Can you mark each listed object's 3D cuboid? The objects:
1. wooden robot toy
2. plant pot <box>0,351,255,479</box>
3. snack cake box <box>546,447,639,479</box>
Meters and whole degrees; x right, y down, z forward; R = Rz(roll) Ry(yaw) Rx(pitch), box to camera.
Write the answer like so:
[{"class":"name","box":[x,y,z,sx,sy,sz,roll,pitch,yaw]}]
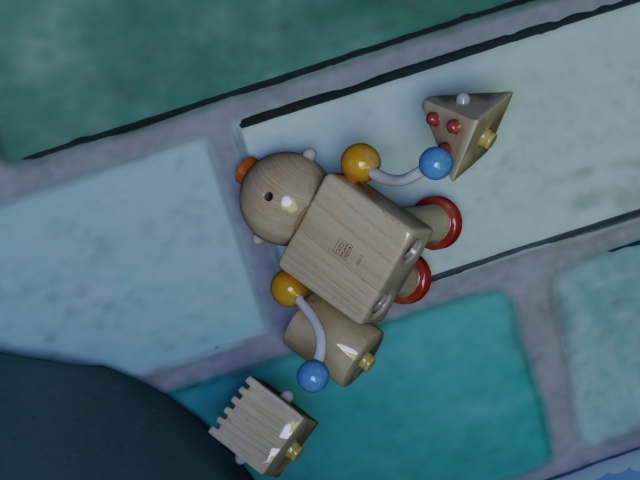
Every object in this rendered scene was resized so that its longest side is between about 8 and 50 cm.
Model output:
[{"class":"wooden robot toy","box":[0.000,0.000,0.697,0.079,0.076,0.173,34,105,16]},{"class":"plant pot","box":[-0.113,0.216,0.603,0.341,0.334,0.341,-4,112,-9]},{"class":"snack cake box","box":[0.225,0.144,0.766,0.264,0.089,0.152,-19,111,-2]}]
